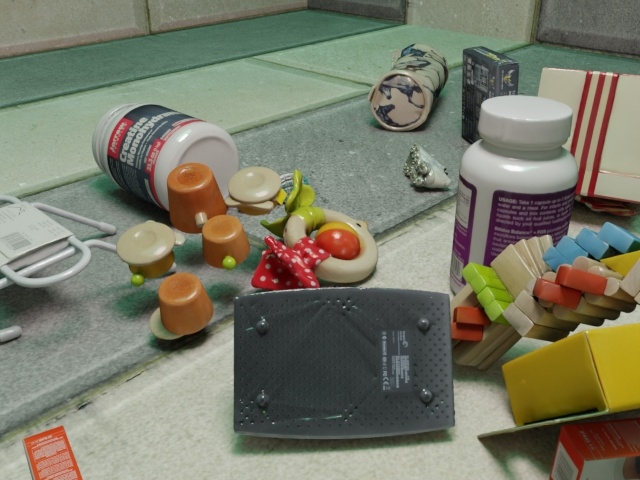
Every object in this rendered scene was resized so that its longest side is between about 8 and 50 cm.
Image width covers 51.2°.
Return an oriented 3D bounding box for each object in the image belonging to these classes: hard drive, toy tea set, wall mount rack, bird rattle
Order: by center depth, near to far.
[{"bbox_3d":[0.026,0.142,0.786,0.254,0.172,0.054,0,-8,-5],"label":"hard drive"},{"bbox_3d":[-0.189,0.014,1.034,0.200,0.124,0.336,13,48,16],"label":"toy tea set"},{"bbox_3d":[-0.423,0.018,1.063,0.304,0.130,0.350,-28,38,-36],"label":"wall mount rack"},{"bbox_3d":[0.000,0.000,1.097,0.207,0.143,0.253,12,28,-13],"label":"bird rattle"}]

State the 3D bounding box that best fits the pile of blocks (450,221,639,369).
[{"bbox_3d":[0.267,0.047,0.788,0.112,0.149,0.362,15,-29,-39],"label":"pile of blocks"}]

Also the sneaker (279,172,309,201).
[{"bbox_3d":[-0.104,-0.109,1.367,0.166,0.065,0.076,-14,27,-27],"label":"sneaker"}]

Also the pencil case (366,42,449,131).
[{"bbox_3d":[0.251,-0.441,1.892,0.183,0.160,0.410,15,30,11],"label":"pencil case"}]

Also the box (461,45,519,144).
[{"bbox_3d":[0.403,-0.330,1.602,0.059,0.233,0.183,-12,29,-9],"label":"box"}]

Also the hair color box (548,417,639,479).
[{"bbox_3d":[0.327,0.230,0.680,0.167,0.093,0.053,-4,29,-7],"label":"hair color box"}]

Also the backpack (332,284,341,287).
[{"bbox_3d":[-0.017,0.126,0.868,0.114,0.105,0.084,-11,34,3],"label":"backpack"}]

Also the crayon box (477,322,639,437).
[{"bbox_3d":[0.347,0.143,0.732,0.323,0.203,0.083,-7,71,-12],"label":"crayon box"}]

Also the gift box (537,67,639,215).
[{"bbox_3d":[0.551,-0.188,1.322,0.255,0.258,0.276,14,11,28],"label":"gift box"}]

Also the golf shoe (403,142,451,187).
[{"bbox_3d":[0.236,-0.157,1.475,0.086,0.069,0.176,16,28,-12],"label":"golf shoe"}]

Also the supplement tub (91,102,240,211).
[{"bbox_3d":[-0.311,-0.166,1.332,0.272,0.191,0.191,24,36,37],"label":"supplement tub"}]

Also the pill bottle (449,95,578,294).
[{"bbox_3d":[0.288,-0.053,0.997,0.169,0.301,0.169,0,28,0],"label":"pill bottle"}]

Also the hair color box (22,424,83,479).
[{"bbox_3d":[-0.252,0.256,0.654,0.043,0.072,0.141,-15,32,-27],"label":"hair color box"}]
